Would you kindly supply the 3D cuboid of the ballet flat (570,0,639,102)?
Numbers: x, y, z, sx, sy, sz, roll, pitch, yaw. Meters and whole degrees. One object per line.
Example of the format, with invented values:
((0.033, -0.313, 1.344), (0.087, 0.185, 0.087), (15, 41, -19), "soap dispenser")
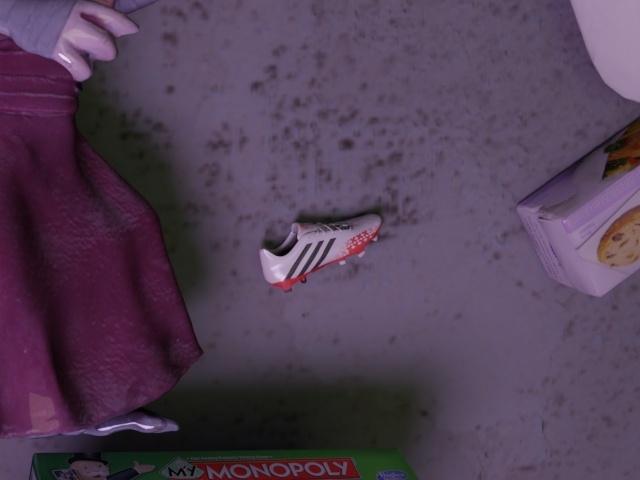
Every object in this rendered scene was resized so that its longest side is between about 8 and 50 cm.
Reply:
((0.226, -0.274, 0.783), (0.139, 0.139, 0.400), (-4, 105, -22), "ballet flat")

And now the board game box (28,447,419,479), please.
((-0.080, 0.262, 0.773), (0.213, 0.046, 0.317), (3, 117, -24), "board game box")

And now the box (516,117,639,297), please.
((0.282, -0.079, 0.903), (0.324, 0.063, 0.067), (-33, 111, -14), "box")

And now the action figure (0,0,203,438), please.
((-0.175, -0.075, 0.683), (0.276, 0.248, 0.370), (-4, 92, 19), "action figure")

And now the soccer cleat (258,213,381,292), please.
((0.000, 0.000, 0.819), (0.083, 0.029, 0.035), (-29, 114, -11), "soccer cleat")
